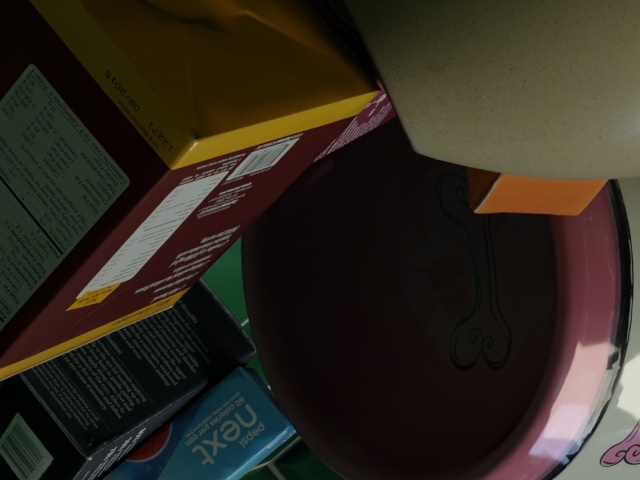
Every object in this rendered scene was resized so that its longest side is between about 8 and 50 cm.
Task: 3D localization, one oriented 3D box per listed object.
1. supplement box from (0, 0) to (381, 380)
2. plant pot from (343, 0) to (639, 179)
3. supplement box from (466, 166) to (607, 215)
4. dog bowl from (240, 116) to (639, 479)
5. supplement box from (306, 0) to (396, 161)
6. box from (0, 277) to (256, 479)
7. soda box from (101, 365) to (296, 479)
[{"bbox_3d":[-0.109,-0.049,0.885,0.194,0.129,0.191,-45,169,29],"label":"supplement box"},{"bbox_3d":[0.110,-0.146,0.935,0.191,0.284,0.284,-24,171,3],"label":"plant pot"},{"bbox_3d":[0.131,-0.136,1.105,0.078,0.233,0.080,1,156,-11],"label":"supplement box"},{"bbox_3d":[0.101,0.018,1.276,0.150,0.408,0.408,-5,148,-43],"label":"dog bowl"},{"bbox_3d":[-0.008,-0.113,1.048,0.188,0.104,0.081,-31,167,-40],"label":"supplement box"},{"bbox_3d":[-0.182,0.134,1.498,0.207,0.108,0.153,-32,167,-41],"label":"box"},{"bbox_3d":[-0.123,0.201,1.483,0.210,0.071,0.067,-40,170,2],"label":"soda box"}]
